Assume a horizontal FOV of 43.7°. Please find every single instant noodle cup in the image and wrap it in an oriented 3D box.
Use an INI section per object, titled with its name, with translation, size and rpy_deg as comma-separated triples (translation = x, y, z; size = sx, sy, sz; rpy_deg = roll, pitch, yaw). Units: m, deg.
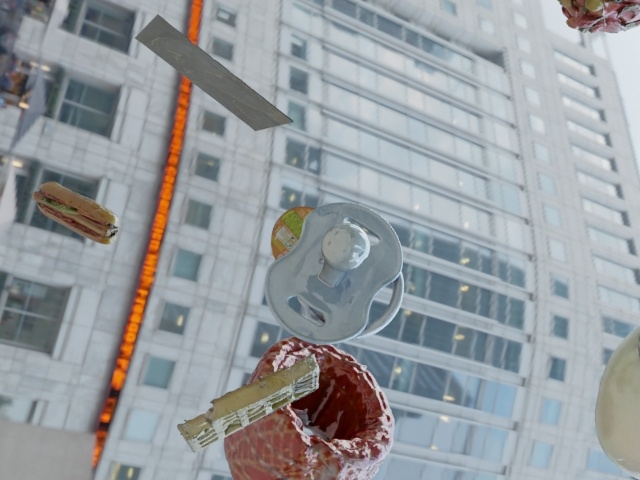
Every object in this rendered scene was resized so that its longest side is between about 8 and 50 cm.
[instant noodle cup]
translation = 0.000, 0.000, 1.884
size = 0.169, 0.185, 0.168
rpy_deg = 1, -88, 27

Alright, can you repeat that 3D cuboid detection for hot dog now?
[hot dog]
translation = -0.538, -0.061, 1.739
size = 0.062, 0.236, 0.092
rpy_deg = -40, 146, -52

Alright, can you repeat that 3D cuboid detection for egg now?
[egg]
translation = 0.540, 0.268, 1.278
size = 0.174, 0.264, 0.286
rpy_deg = -38, 178, 38

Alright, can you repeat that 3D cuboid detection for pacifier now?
[pacifier]
translation = 0.041, 0.047, 1.400
size = 0.287, 0.238, 0.226
rpy_deg = -51, 170, -20

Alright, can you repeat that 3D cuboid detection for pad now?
[pad]
translation = -0.246, -0.367, 1.814
size = 0.007, 0.368, 0.248
rpy_deg = -59, -158, -11

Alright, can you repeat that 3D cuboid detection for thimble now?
[thimble]
translation = -0.021, 0.391, 1.660
size = 0.230, 0.350, 0.350
rpy_deg = -59, -152, 29

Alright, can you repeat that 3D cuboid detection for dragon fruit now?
[dragon fruit]
translation = 0.643, -0.589, 1.746
size = 0.291, 0.250, 0.269
rpy_deg = -50, 159, -20

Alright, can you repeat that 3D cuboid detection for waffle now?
[waffle]
translation = -0.063, 0.147, 0.718
size = 0.021, 0.135, 0.092
rpy_deg = 60, -13, 19
